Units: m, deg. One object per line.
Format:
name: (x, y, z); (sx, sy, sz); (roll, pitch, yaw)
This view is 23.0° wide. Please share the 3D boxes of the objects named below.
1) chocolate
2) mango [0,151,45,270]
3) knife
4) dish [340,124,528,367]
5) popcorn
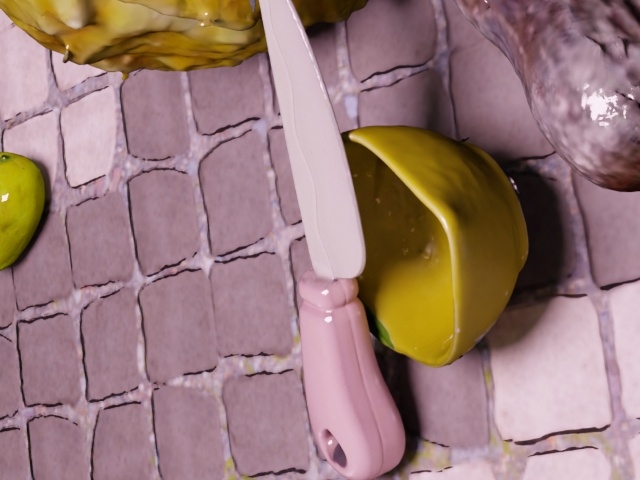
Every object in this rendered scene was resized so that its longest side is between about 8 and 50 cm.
chocolate: (0.137, -0.129, 0.868); (0.110, 0.110, 0.248); (-42, 63, 36)
mango: (-0.263, -0.022, 1.299); (0.073, 0.056, 0.108); (44, 121, 43)
knife: (0.002, 0.001, 0.939); (0.081, 0.043, 0.336); (28, 136, 53)
dish: (0.067, -0.005, 0.931); (0.149, 0.080, 0.208); (68, 162, -1)
popcorn: (-0.106, -0.228, 0.996); (0.282, 0.282, 0.247); (1, 100, 45)
